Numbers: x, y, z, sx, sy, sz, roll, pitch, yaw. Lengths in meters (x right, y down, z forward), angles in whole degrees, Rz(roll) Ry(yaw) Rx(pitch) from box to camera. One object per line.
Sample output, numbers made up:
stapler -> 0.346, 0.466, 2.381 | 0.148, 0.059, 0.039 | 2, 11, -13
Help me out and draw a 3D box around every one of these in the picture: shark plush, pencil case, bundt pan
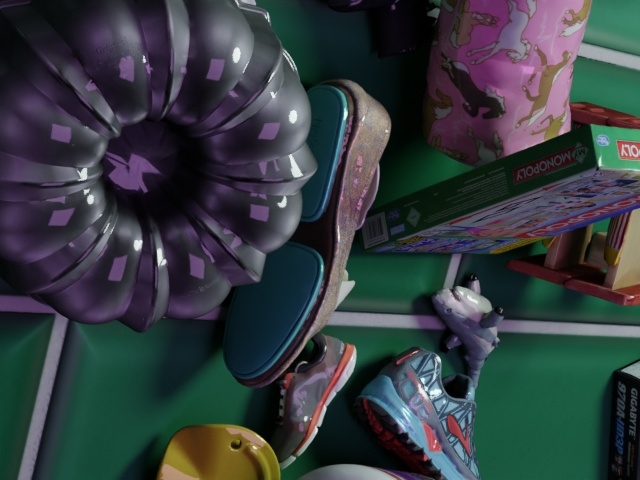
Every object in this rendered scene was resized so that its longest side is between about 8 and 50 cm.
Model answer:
shark plush -> 0.162, 0.105, 1.797 | 0.067, 0.073, 0.161 | -22, 144, -11
pencil case -> 0.203, -0.250, 1.532 | 0.160, 0.167, 0.386 | -72, 175, -53
bundt pan -> -0.148, -0.066, 1.314 | 0.331, 0.124, 0.330 | -9, 115, -19

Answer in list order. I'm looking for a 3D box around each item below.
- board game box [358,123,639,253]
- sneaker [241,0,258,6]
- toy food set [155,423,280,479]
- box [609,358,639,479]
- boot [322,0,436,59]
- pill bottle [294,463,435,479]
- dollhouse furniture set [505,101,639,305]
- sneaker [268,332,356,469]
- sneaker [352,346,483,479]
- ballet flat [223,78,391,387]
board game box -> 0.221, -0.045, 1.598 | 0.214, 0.317, 0.046 | 2, 74, -41
sneaker -> -0.121, -0.125, 1.411 | 0.095, 0.090, 0.235 | 7, 101, -33
toy food set -> -0.116, 0.278, 1.599 | 0.128, 0.071, 0.217 | 4, 104, -18
box -> 0.462, 0.248, 2.101 | 0.175, 0.051, 0.220 | -19, 119, -35
boot -> 0.060, -0.225, 1.557 | 0.121, 0.045, 0.099 | -33, 132, -25
pill bottle -> 0.064, 0.328, 1.642 | 0.181, 0.182, 0.323 | -64, 160, -1
dollhouse furniture set -> 0.382, -0.047, 1.872 | 0.374, 0.152, 0.201 | -4, 110, -59
sneaker -> -0.027, 0.164, 1.643 | 0.065, 0.061, 0.158 | 33, 83, -17
sneaker -> 0.147, 0.215, 1.774 | 0.125, 0.104, 0.262 | -53, 134, -16
ballet flat -> 0.000, 0.000, 1.557 | 0.106, 0.108, 0.316 | 12, 100, -53
